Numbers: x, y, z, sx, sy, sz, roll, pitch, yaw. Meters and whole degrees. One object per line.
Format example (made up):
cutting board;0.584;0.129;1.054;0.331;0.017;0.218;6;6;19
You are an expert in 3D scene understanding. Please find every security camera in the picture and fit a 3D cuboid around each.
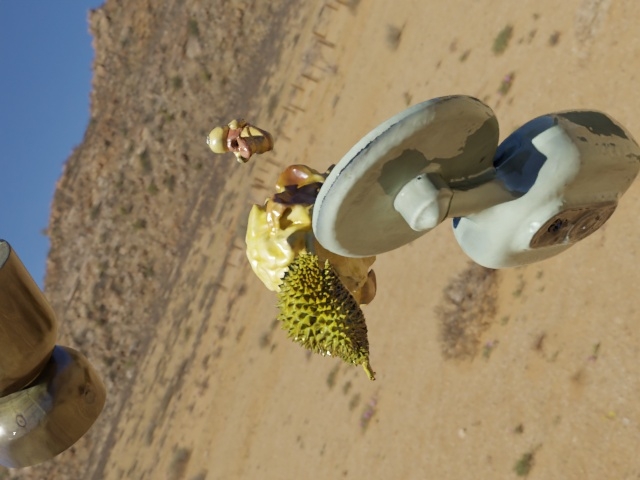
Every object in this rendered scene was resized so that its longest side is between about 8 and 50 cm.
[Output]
security camera;0.129;-0.035;0.658;0.080;0.302;0.157;58;134;28

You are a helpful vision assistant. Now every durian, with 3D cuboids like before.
durian;0.003;0.126;1.218;0.102;0.208;0.146;-37;-6;-31

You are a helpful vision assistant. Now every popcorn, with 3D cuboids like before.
popcorn;0.000;0.000;1.541;0.332;0.225;0.264;48;-136;-48

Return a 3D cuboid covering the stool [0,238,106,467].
stool;-0.430;0.151;1.138;0.179;0.179;0.264;-75;-34;-53

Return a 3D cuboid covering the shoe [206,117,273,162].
shoe;-0.136;-0.170;1.421;0.069;0.109;0.072;-35;-31;-48
